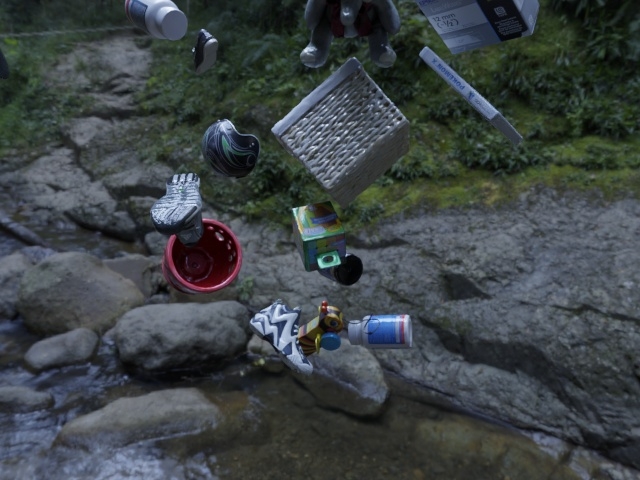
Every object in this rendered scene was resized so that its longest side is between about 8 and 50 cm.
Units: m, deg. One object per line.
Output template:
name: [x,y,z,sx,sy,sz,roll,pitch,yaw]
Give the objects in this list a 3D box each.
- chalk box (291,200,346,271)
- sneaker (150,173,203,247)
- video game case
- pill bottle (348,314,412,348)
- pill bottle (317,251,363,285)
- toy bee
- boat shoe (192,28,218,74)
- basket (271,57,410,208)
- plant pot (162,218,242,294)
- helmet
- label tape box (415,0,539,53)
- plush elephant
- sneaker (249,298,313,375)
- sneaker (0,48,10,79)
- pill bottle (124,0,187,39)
chalk box: [0.000,0.000,1.468,0.132,0.132,0.213,-13,41,-11]
sneaker: [-0.258,-0.032,0.923,0.086,0.132,0.228,-4,29,-3]
video game case: [0.457,-0.423,1.440,0.300,0.036,0.329,53,25,23]
pill bottle: [0.219,0.337,1.770,0.222,0.124,0.124,-4,15,17]
pill bottle: [0.056,0.091,1.832,0.123,0.122,0.219,-5,11,-28]
toy bee: [0.020,0.277,1.627,0.298,0.162,0.195,-36,25,1]
boat shoe: [-0.401,-0.641,1.646,0.075,0.065,0.206,-39,4,-26]
basket: [0.084,-0.316,1.501,0.266,0.331,0.328,49,5,11]
plant pot: [-0.319,0.052,1.273,0.191,0.191,0.174,-3,-10,-24]
helmet: [-0.288,-0.284,1.500,0.162,0.169,0.169,13,10,-37]
label tape box: [0.396,-0.677,1.295,0.249,0.115,0.348,6,-17,46]
plush elephant: [0.087,-0.632,1.255,0.272,0.330,0.255,9,7,5]
sneaker: [-0.079,0.273,1.429,0.235,0.094,0.153,41,67,9]
sneaker: [-0.781,-0.365,1.009,0.146,0.122,0.330,-18,28,0]
pill bottle: [-0.459,-0.631,1.358,0.180,0.108,0.108,37,33,30]
